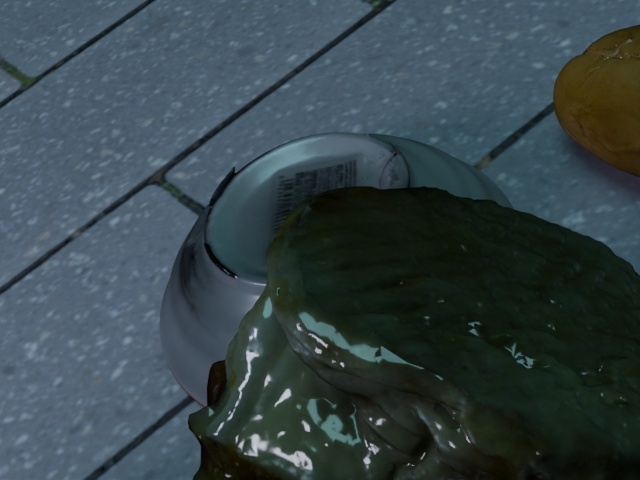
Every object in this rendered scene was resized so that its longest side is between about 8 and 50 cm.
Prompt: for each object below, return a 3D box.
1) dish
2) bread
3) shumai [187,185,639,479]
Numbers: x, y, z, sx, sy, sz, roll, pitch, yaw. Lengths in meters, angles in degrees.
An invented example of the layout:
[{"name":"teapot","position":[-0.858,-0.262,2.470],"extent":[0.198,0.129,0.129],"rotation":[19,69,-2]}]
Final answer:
[{"name":"dish","position":[0.000,0.000,0.975],"extent":[0.260,0.085,0.260],"rotation":[-13,42,12]},{"name":"bread","position":[0.234,-0.093,0.967],"extent":[0.114,0.077,0.189],"rotation":[-35,40,-21]},{"name":"shumai","position":[0.070,0.098,0.822],"extent":[0.271,0.204,0.222],"rotation":[20,33,2]}]
